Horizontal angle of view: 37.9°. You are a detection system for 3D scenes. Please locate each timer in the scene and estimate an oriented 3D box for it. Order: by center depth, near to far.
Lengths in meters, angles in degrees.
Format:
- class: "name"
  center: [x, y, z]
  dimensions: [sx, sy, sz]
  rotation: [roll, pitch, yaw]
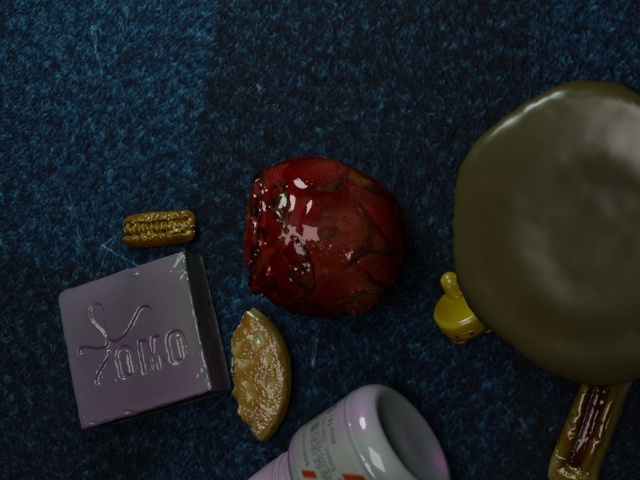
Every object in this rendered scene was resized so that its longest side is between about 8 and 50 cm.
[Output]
- class: "timer"
  center: [0.246, 0.117, 1.620]
  dimensions: [0.107, 0.109, 0.107]
  rotation: [-23, 33, 16]

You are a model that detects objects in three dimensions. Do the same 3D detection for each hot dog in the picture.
- class: "hot dog"
  center: [0.447, 0.307, 1.546]
  dimensions: [0.084, 0.073, 0.242]
  rotation: [21, 89, 25]
- class: "hot dog"
  center: [-0.320, -0.023, 1.863]
  dimensions: [0.165, 0.045, 0.071]
  rotation: [-5, 79, 19]

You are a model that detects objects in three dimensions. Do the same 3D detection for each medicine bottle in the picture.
- class: "medicine bottle"
  center: [0.041, 0.412, 1.577]
  dimensions: [0.302, 0.241, 0.241]
  rotation: [-38, 72, 20]

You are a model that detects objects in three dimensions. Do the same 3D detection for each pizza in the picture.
- class: "pizza"
  center: [-0.108, 0.249, 1.747]
  dimensions: [0.127, 0.058, 0.246]
  rotation: [-19, 79, 14]

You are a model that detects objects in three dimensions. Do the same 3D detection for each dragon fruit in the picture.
- class: "dragon fruit"
  center: [0.000, 0.000, 1.624]
  dimensions: [0.301, 0.295, 0.296]
  rotation: [22, 90, -6]

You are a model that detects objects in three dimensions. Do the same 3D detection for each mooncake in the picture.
- class: "mooncake"
  center: [0.440, -0.015, 1.438]
  dimensions: [0.467, 0.262, 0.467]
  rotation: [6, 102, 31]

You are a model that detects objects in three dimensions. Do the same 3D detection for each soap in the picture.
- class: "soap"
  center: [-0.343, 0.194, 1.812]
  dimensions: [0.296, 0.107, 0.285]
  rotation: [-19, 75, 14]
